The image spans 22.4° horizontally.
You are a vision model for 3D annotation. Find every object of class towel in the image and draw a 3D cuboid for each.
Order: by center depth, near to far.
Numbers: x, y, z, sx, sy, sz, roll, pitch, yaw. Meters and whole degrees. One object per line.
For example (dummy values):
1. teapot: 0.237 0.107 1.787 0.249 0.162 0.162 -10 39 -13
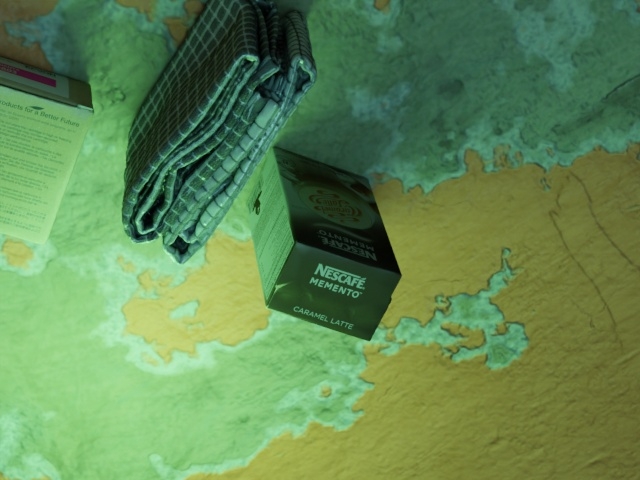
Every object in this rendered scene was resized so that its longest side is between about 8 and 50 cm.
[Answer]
1. towel: -0.127 -0.145 1.855 0.121 0.235 0.284 30 111 -17

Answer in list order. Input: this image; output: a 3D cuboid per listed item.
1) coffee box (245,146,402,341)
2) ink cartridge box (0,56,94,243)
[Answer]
1. coffee box: 0.000 0.000 1.948 0.141 0.246 0.098 17 116 -19
2. ink cartridge box: -0.407 -0.121 1.904 0.234 0.088 0.193 17 114 -17
